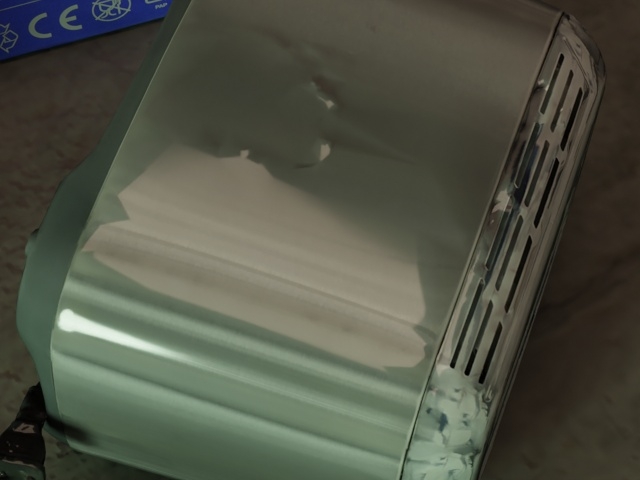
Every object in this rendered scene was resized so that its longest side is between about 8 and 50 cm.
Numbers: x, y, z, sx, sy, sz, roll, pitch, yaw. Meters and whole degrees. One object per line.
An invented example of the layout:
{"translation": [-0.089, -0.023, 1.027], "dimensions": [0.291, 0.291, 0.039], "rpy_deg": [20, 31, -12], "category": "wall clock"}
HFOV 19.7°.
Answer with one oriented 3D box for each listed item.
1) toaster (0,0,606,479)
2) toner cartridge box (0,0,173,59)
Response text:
{"translation": [0.000, 0.000, 0.598], "dimensions": [0.146, 0.129, 0.227], "rpy_deg": [18, 59, 9], "category": "toaster"}
{"translation": [-0.209, -0.135, 0.713], "dimensions": [0.347, 0.075, 0.165], "rpy_deg": [-17, 61, -9], "category": "toner cartridge box"}
